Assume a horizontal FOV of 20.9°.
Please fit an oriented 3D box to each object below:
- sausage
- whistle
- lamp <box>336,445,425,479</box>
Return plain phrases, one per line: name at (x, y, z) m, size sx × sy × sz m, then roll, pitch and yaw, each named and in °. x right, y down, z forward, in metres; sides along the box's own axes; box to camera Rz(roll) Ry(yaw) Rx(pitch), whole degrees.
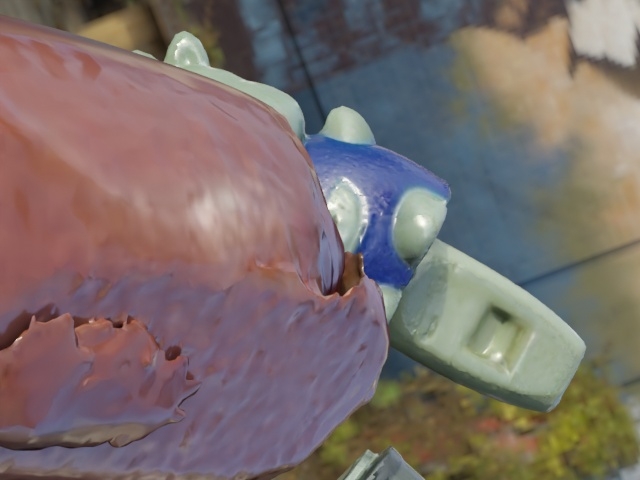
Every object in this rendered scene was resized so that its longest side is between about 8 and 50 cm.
sausage at (-0.094, 0.007, 0.526) m, size 0.279 × 0.152 × 0.152 m, roll 11°, pitch 54°, yaw -52°
whistle at (0.000, 0.000, 0.726) m, size 0.244 × 0.110 × 0.092 m, roll 30°, pitch -6°, yaw -2°
lamp at (-0.067, 0.249, 0.922) m, size 0.047 × 0.266 × 0.269 m, roll 41°, pitch -37°, yaw 4°
